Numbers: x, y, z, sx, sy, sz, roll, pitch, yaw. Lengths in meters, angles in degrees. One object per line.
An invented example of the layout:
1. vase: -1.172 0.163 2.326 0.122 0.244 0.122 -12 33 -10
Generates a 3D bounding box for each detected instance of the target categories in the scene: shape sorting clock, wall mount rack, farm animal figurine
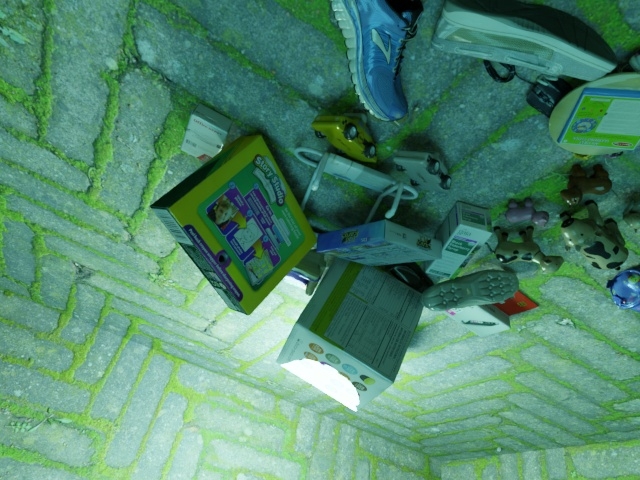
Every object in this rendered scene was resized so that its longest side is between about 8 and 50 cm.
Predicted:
1. shape sorting clock: 0.573 -0.246 0.797 0.206 0.040 0.206 13 148 8
2. wall mount rack: 0.070 -0.121 1.094 0.350 0.130 0.304 20 171 -6
3. farm animal figurine: 0.642 -0.009 1.017 0.327 0.172 0.330 20 140 -8

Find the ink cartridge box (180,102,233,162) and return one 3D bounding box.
1. ink cartridge box: -0.301 -0.278 1.058 0.099 0.056 0.135 27 139 -16

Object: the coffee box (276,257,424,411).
1. coffee box: 0.101 0.305 1.354 0.334 0.338 0.337 31 141 5

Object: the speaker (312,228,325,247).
1. speaker: 0.000 0.000 1.302 0.136 0.055 0.055 18 140 -5

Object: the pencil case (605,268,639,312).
1. pencil case: 1.014 0.184 1.178 0.306 0.119 0.133 20 116 -7

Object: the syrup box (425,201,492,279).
1. syrup box: 0.394 0.005 1.165 0.093 0.096 0.236 14 142 -3

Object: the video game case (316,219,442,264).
1. video game case: 0.165 0.015 1.154 0.244 0.061 0.270 15 163 -38

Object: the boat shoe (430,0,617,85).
1. boat shoe: 0.368 -0.359 0.734 0.321 0.118 0.103 17 146 2

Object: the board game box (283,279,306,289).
1. board game box: -0.135 0.103 1.481 0.260 0.039 0.124 24 138 -8

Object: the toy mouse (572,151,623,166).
1. toy mouse: 0.627 -0.229 0.871 0.161 0.031 0.143 33 137 -22

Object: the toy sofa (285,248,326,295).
1. toy sofa: -0.172 0.064 1.312 0.363 0.177 0.150 19 127 -8

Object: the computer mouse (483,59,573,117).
1. computer mouse: 0.431 -0.316 0.818 0.242 0.041 0.071 25 140 -12

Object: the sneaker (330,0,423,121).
1. sneaker: 0.126 -0.378 0.764 0.147 0.129 0.330 -5 137 24

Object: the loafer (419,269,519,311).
1. loafer: 0.471 0.156 1.273 0.320 0.112 0.111 -7 176 -10

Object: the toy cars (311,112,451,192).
1. toy cars: 0.166 -0.223 0.963 0.394 0.087 0.176 20 175 -11

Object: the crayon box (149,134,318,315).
1. crayon box: -0.201 -0.041 1.061 0.106 0.313 0.362 8 136 44

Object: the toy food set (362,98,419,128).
1. toy food set: 0.163 -0.305 0.926 0.122 0.019 0.078 20 140 5

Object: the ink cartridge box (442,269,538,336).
1. ink cartridge box: 0.583 0.233 1.409 0.275 0.060 0.239 33 138 -22

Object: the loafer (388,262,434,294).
1. loafer: 0.312 0.137 1.355 0.220 0.078 0.080 35 136 -24

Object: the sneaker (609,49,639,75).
1. sneaker: 0.636 -0.289 0.783 0.178 0.072 0.077 39 147 -16
